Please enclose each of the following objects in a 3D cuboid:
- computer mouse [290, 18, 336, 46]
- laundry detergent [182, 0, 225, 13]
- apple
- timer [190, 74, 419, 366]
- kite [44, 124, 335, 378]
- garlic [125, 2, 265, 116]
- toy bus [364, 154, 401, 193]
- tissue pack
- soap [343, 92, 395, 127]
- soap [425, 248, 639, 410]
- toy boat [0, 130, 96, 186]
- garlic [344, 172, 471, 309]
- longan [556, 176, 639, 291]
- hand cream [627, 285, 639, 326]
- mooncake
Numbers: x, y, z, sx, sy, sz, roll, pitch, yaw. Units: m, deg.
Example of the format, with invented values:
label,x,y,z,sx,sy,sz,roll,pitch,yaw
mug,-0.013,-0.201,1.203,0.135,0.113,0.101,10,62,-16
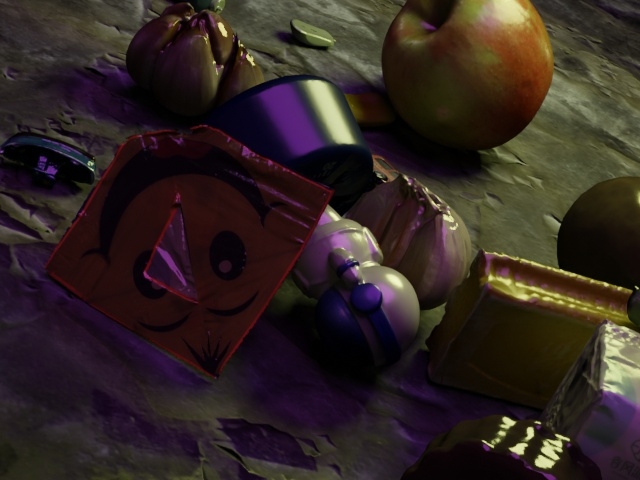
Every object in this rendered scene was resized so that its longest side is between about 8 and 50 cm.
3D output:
label,x,y,z,sx,sy,sz,roll,pitch,yaw
computer mouse,-0.018,-0.413,2.125,0.110,0.032,0.056,13,34,-32
laundry detergent,-0.267,-0.512,2.088,0.206,0.061,0.096,36,33,18
apple,0.276,-0.324,1.927,0.277,0.319,0.319,36,23,-35
timer,0.000,0.000,1.398,0.270,0.270,0.383,-11,59,-40
kite,-0.159,0.011,1.299,0.377,0.013,0.328,-12,77,3
garlic,-0.209,-0.277,1.717,0.214,0.191,0.160,45,63,11
toy bus,0.134,-0.053,1.676,0.096,0.073,0.235,-7,42,-47
tissue pack,0.424,0.288,1.190,0.356,0.266,0.194,24,33,2
soap,0.072,-0.240,1.922,0.140,0.045,0.089,-4,39,-35
soap,0.318,0.141,1.402,0.315,0.199,0.091,18,40,-11
toy boat,-0.381,-0.109,1.463,0.137,0.060,0.061,23,57,-10
garlic,0.140,0.013,1.500,0.142,0.178,0.229,19,13,-34
longan,0.508,0.035,1.620,0.300,0.243,0.300,38,23,-20
hand cream,0.458,0.123,1.256,0.086,0.055,0.235,23,12,-43
mooncake,0.188,0.291,1.092,0.228,0.228,0.124,29,26,10
